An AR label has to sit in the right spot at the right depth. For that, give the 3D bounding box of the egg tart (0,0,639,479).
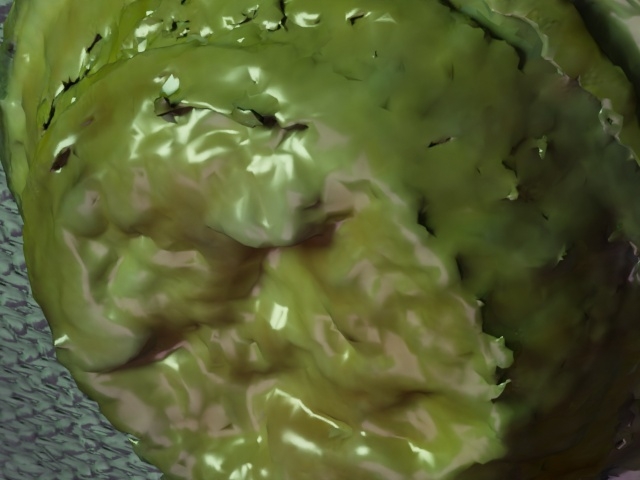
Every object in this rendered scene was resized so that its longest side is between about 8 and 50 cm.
[{"bbox_3d":[0.000,0.000,0.701,0.352,0.150,0.352,15,127,20],"label":"egg tart"}]
